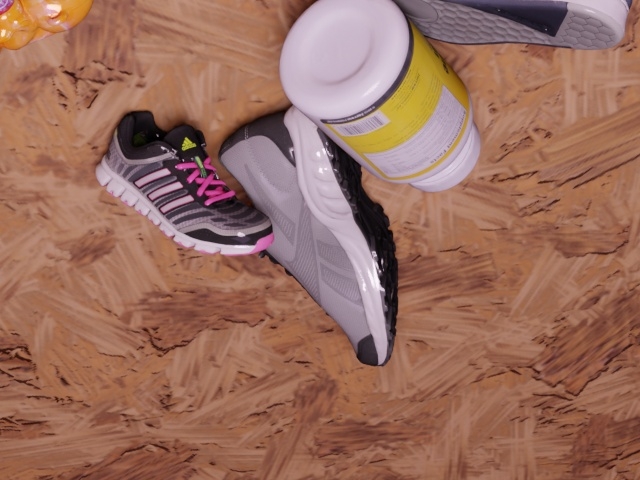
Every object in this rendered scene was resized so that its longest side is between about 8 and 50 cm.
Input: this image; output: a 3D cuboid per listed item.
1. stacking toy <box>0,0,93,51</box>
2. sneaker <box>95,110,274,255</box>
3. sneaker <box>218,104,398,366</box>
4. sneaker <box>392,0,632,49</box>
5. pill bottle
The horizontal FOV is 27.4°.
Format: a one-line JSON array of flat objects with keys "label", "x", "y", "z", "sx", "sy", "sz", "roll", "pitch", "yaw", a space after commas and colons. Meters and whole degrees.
[{"label": "stacking toy", "x": -0.298, "y": -0.119, "z": 0.933, "sx": 0.301, "sy": 0.175, "sz": 0.166, "roll": -27, "pitch": 133, "yaw": -1}, {"label": "sneaker", "x": -0.104, "y": -0.048, "z": 1.022, "sx": 0.063, "sy": 0.170, "sz": 0.075, "roll": -22, "pitch": 135, "yaw": -50}, {"label": "sneaker", "x": 0.000, "y": 0.000, "z": 1.110, "sx": 0.108, "sy": 0.100, "sz": 0.272, "roll": -13, "pitch": 126, "yaw": 15}, {"label": "sneaker", "x": 0.133, "y": -0.226, "z": 0.939, "sx": 0.226, "sy": 0.163, "sz": 0.086, "roll": 12, "pitch": 167, "yaw": 33}, {"label": "pill bottle", "x": 0.054, "y": -0.105, "z": 0.995, "sx": 0.103, "sy": 0.103, "sz": 0.184, "roll": -30, "pitch": 148, "yaw": 16}]
